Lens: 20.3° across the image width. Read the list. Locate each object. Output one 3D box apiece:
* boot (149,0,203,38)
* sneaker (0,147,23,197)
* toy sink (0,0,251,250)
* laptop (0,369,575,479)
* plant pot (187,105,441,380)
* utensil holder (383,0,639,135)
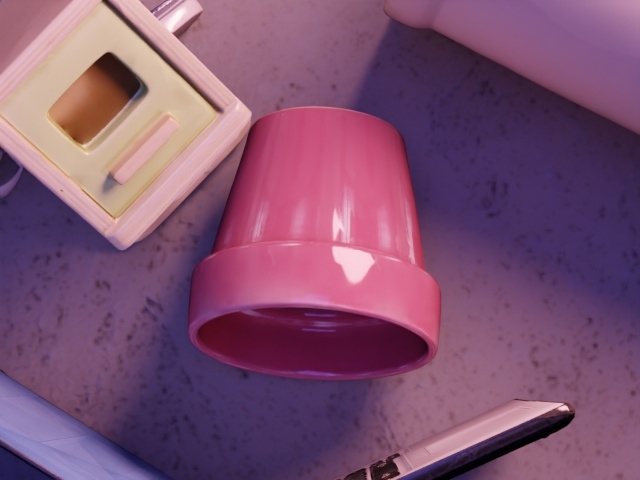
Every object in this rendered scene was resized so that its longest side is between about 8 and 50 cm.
[{"bbox_3d":[-0.196,-0.167,1.495,0.190,0.069,0.086,-36,91,-1],"label":"boot"},{"bbox_3d":[-0.413,-0.129,1.469,0.210,0.137,0.366,-38,90,-4],"label":"sneaker"},{"bbox_3d":[-0.156,-0.096,1.402,0.153,0.131,0.234,-45,122,0],"label":"toy sink"},{"bbox_3d":[-0.065,0.107,1.314,0.408,0.382,0.236,-24,86,-1],"label":"laptop"},{"bbox_3d":[0.000,0.000,1.428,0.201,0.201,0.180,4,69,1],"label":"plant pot"},{"bbox_3d":[0.292,-0.233,1.371,0.385,0.327,0.328,27,86,1],"label":"utensil holder"}]
